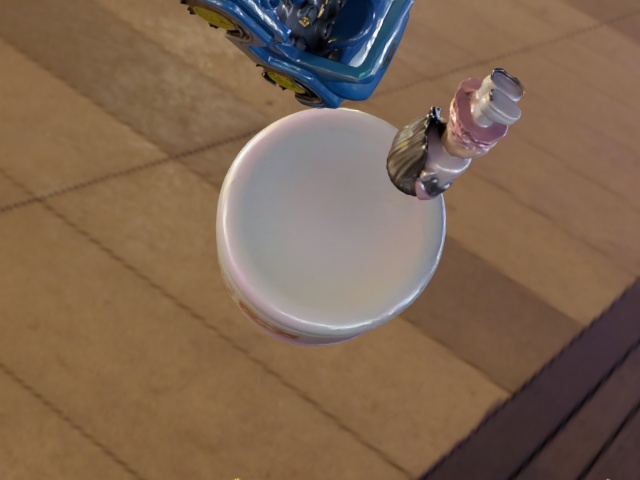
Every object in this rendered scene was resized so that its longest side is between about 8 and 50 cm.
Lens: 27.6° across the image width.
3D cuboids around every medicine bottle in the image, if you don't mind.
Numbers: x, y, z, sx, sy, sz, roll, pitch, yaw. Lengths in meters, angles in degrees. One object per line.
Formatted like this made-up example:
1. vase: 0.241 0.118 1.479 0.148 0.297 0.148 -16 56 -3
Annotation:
1. medicine bottle: 0.000 0.000 1.257 0.202 0.202 0.316 25 -8 -1

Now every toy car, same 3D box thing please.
1. toy car: -0.002 -0.147 0.764 0.100 0.097 0.191 21 -9 35

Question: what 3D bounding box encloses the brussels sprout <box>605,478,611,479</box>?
1. brussels sprout: 0.242 0.356 1.079 0.247 0.328 0.328 27 24 -22

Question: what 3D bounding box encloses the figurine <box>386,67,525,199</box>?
1. figurine: 0.093 -0.080 0.941 0.054 0.129 0.072 24 52 -17

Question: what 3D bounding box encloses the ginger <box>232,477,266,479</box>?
1. ginger: -0.070 0.391 1.572 0.223 0.200 0.269 16 -13 -37
